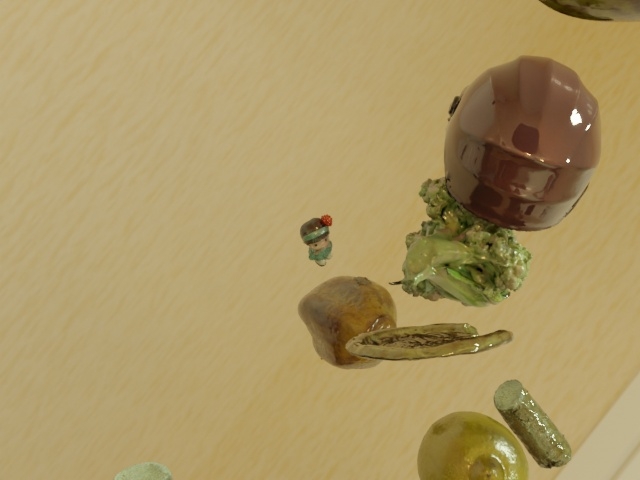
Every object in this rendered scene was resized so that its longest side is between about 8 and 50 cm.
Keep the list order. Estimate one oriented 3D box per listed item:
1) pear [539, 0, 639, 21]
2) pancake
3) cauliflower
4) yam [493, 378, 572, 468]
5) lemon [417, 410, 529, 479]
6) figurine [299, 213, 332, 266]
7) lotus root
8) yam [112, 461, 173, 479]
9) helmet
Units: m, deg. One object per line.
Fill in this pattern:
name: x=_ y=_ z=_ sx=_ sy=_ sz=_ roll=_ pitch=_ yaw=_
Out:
pear: x=0.335 y=-0.369 z=0.935 sx=0.283 sy=0.283 sz=0.283 roll=39 pitch=-2 yaw=1
pancake: x=0.138 y=0.135 z=1.120 sx=0.212 sy=0.029 sz=0.235 roll=-5 pitch=0 yaw=-21
cauliflower: x=0.228 y=0.025 z=1.483 sx=0.256 sy=0.239 sz=0.315 roll=33 pitch=24 yaw=33
yam: x=0.399 y=0.349 z=1.602 sx=0.179 sy=0.078 sz=0.078 roll=53 pitch=-4 yaw=-10
lemon: x=0.254 y=0.381 z=1.442 sx=0.184 sy=0.184 sz=0.248 roll=39 pitch=0 yaw=-4
figurine: x=0.000 y=0.000 z=1.440 sx=0.047 sy=0.060 sz=0.106 roll=60 pitch=-8 yaw=34
lotus root: x=0.066 y=0.163 z=1.735 sx=0.193 sy=0.193 sz=0.291 roll=39 pitch=-8 yaw=-17
yam: x=-0.194 y=0.348 z=1.023 sx=0.068 sy=0.068 sz=0.169 roll=-144 pitch=-141 yaw=-63
helmet: x=0.351 y=-0.192 z=1.431 sx=0.271 sy=0.338 sz=0.197 roll=19 pitch=-26 yaw=4
